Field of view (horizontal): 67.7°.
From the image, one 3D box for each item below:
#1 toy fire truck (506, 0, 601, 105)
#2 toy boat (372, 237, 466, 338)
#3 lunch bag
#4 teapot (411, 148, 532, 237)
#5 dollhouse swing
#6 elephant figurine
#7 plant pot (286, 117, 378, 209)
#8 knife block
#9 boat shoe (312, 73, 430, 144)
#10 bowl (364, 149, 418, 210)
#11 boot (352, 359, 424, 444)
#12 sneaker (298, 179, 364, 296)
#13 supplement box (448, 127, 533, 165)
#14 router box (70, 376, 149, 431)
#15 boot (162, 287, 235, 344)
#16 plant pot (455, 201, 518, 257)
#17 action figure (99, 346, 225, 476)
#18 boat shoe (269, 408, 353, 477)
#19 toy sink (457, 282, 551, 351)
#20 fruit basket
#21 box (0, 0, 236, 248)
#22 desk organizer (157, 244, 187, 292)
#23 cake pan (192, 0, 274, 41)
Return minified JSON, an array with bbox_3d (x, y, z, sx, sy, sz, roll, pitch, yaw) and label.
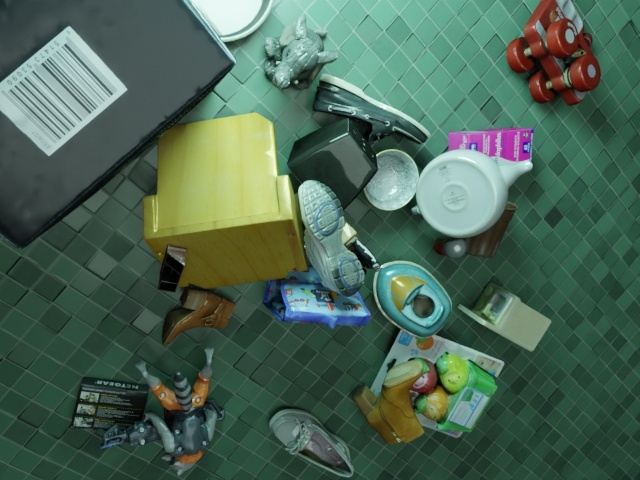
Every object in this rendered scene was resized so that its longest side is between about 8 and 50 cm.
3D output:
[{"bbox_3d":[0.709,-0.563,1.390,0.302,0.169,0.254,42,71,-22],"label":"toy fire truck"},{"bbox_3d":[0.310,0.119,1.423,0.267,0.148,0.318,37,86,-5],"label":"toy boat"},{"bbox_3d":[-0.014,0.170,1.277,0.221,0.293,0.138,8,101,-18],"label":"lunch bag"},{"bbox_3d":[0.393,-0.133,1.303,0.187,0.256,0.252,-26,138,-52],"label":"teapot"},{"bbox_3d":[-0.233,-0.096,1.229,0.347,0.305,0.315,-9,143,3],"label":"dollhouse swing"},{"bbox_3d":[-0.042,-0.442,1.145,0.169,0.239,0.186,2,103,-16],"label":"elephant figurine"},{"bbox_3d":[0.045,-0.203,1.231,0.167,0.188,0.187,-33,112,20],"label":"plant pot"},{"bbox_3d":[0.044,-0.011,1.276,0.088,0.242,0.275,-41,111,-4],"label":"knife block"},{"bbox_3d":[0.133,-0.321,1.288,0.340,0.127,0.113,23,97,-19],"label":"boat shoe"},{"bbox_3d":[0.187,-0.176,1.364,0.170,0.080,0.170,-4,104,-15],"label":"bowl"},{"bbox_3d":[0.258,0.506,1.465,0.211,0.104,0.295,49,123,-2],"label":"boot"},{"bbox_3d":[0.000,0.000,1.170,0.111,0.129,0.297,-22,99,-34],"label":"sneaker"},{"bbox_3d":[0.503,-0.272,1.417,0.220,0.114,0.111,-8,106,-13],"label":"supplement box"},{"bbox_3d":[-0.578,0.457,1.316,0.179,0.046,0.133,15,99,-19],"label":"router box"},{"bbox_3d":[-0.338,0.225,1.319,0.152,0.073,0.197,22,115,-37],"label":"boot"},{"bbox_3d":[0.491,-0.045,1.452,0.167,0.167,0.165,4,110,-17],"label":"plant pot"},{"bbox_3d":[-0.408,0.479,1.275,0.341,0.178,0.330,-12,104,-28],"label":"action figure"},{"bbox_3d":[-0.022,0.636,1.492,0.320,0.103,0.118,43,89,-21],"label":"boat shoe"},{"bbox_3d":[0.595,0.233,1.548,0.234,0.153,0.131,29,94,-20],"label":"toy sink"},{"bbox_3d":[0.362,0.465,1.529,0.353,0.165,0.327,21,107,-10],"label":"fruit basket"},{"bbox_3d":[-0.456,-0.288,0.938,0.480,0.472,0.297,-42,112,-3],"label":"box"},{"bbox_3d":[-0.355,0.070,1.140,0.047,0.050,0.130,11,140,-21],"label":"desk organizer"},{"bbox_3d":[-0.252,-0.626,1.137,0.293,0.054,0.293,-4,104,-15],"label":"cake pan"}]
